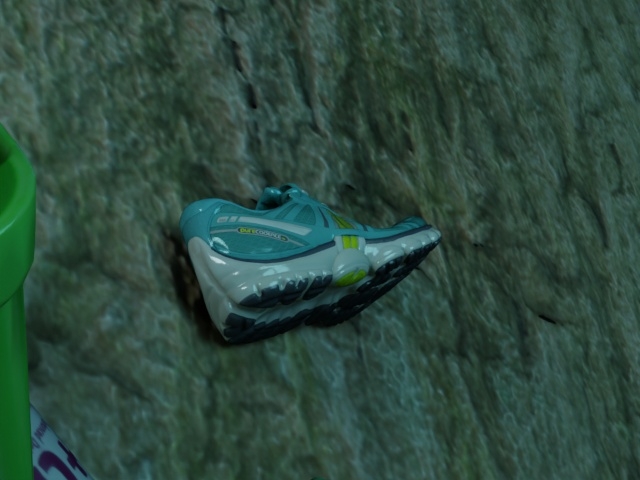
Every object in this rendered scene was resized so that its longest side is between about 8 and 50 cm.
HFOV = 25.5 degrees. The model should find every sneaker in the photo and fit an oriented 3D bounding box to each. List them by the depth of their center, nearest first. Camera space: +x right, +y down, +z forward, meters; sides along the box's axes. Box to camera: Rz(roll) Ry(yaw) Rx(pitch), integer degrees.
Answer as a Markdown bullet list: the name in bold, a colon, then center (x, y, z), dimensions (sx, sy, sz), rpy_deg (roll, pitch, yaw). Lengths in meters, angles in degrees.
- **sneaker**: center (0.000, 0.000, 1.108), dimensions (0.275, 0.107, 0.110), rpy_deg (-5, 58, -55)

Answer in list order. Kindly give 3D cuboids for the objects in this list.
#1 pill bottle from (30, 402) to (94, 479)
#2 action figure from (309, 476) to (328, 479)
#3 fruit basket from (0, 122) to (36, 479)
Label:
- **pill bottle**: center (-0.157, 0.185, 0.684), dimensions (0.283, 0.160, 0.160), rpy_deg (52, 33, -9)
- **action figure**: center (-0.020, 0.235, 0.887), dimensions (0.232, 0.137, 0.063), rpy_deg (-40, 110, -49)
- **fruit basket**: center (-0.284, -0.057, 0.475), dimensions (0.283, 0.392, 0.392), rpy_deg (-26, 84, -17)
